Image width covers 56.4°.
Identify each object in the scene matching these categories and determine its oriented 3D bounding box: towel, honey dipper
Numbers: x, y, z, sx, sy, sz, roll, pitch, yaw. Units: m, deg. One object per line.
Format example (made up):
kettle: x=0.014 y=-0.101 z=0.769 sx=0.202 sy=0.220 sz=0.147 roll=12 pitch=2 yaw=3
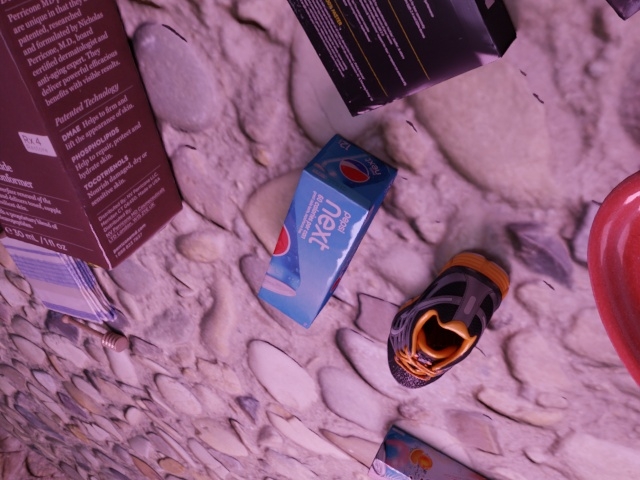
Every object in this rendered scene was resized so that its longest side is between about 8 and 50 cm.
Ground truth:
towel: x=-0.464 y=0.014 z=0.991 sx=0.209 sy=0.034 sz=0.285 roll=4 pitch=127 yaw=37
honey dipper: x=-0.425 y=0.169 z=1.107 sx=0.160 sy=0.030 sz=0.030 roll=15 pitch=134 yaw=27

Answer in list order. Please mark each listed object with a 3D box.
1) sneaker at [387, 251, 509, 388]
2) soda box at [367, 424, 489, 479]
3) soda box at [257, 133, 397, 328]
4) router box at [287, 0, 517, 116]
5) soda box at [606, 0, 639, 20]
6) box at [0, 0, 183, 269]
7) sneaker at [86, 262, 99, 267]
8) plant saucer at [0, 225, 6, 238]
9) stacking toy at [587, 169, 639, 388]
sneaker: x=0.111 y=0.100 z=0.607 sx=0.084 sy=0.083 sz=0.215 roll=28 pitch=140 yaw=9
soda box: x=0.159 y=0.328 z=0.801 sx=0.183 sy=0.058 sz=0.063 roll=26 pitch=138 yaw=13
soda box: x=0.000 y=0.000 z=0.608 sx=0.071 sy=0.067 sz=0.210 roll=32 pitch=139 yaw=7
router box: x=0.038 y=-0.190 z=0.420 sx=0.133 sy=0.046 sz=0.179 roll=-12 pitch=119 yaw=42
soda box: x=0.208 y=-0.188 z=0.285 sx=0.053 sy=0.060 sz=0.169 roll=45 pitch=139 yaw=-7
box: x=-0.301 y=-0.166 z=0.625 sx=0.191 sy=0.143 sz=0.382 roll=13 pitch=132 yaw=27
sneaker: x=-0.367 y=0.014 z=0.919 sx=0.083 sy=0.031 sz=0.035 roll=50 pitch=139 yaw=-13
plant saucer: x=-0.521 y=-0.132 z=0.864 sx=0.277 sy=0.041 sz=0.278 roll=20 pitch=129 yaw=27
stacking toy: x=0.310 y=0.018 z=0.286 sx=0.309 sy=0.130 sz=0.280 roll=118 pitch=137 yaw=-54
